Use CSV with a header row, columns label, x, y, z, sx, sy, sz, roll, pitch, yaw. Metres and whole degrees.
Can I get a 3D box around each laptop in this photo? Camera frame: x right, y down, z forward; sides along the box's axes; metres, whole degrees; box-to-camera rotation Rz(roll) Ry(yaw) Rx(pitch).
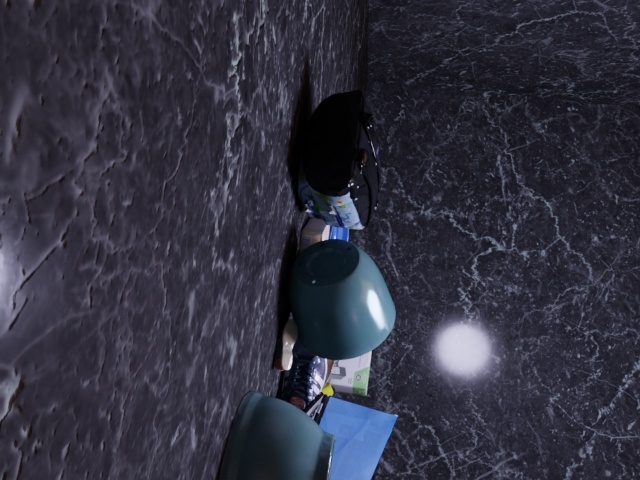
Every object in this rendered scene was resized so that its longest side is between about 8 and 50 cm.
label,x,y,z,sx,sy,sz,roll,pitch,yaw
laptop,0.016,0.636,1.385,0.408,0.237,0.381,25,88,-78

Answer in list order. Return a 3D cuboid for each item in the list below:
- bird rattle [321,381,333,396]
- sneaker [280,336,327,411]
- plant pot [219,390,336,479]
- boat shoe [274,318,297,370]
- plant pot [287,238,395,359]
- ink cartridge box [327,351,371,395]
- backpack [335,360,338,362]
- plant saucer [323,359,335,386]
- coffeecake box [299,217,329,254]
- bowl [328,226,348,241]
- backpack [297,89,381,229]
label,x,y,z,sx,sy,sz,roll,pitch,yaw
bird rattle,-0.045,0.508,1.993,0.253,0.143,0.206,71,12,-47
sneaker,-0.059,0.444,1.523,0.148,0.131,0.349,-31,126,-80
plant pot,-0.076,0.473,1.064,0.293,0.197,0.292,8,90,-84
boat shoe,-0.094,0.277,1.386,0.043,0.049,0.136,-16,-120,49
plant pot,0.043,0.140,1.429,0.292,0.293,0.235,-76,156,-46
ink cartridge box,0.082,0.567,2.331,0.114,0.273,0.198,83,15,-58
backpack,0.030,0.428,2.154,0.188,0.166,0.144,77,22,-65
plant saucer,-0.023,0.365,1.759,0.311,0.050,0.310,-19,111,-62
coffeecake box,-0.018,0.017,1.643,0.185,0.068,0.142,-63,159,-72
bowl,0.032,0.030,1.948,0.391,0.077,0.390,8,90,-78
backpack,0.057,-0.176,1.409,0.355,0.274,0.289,42,50,-56
